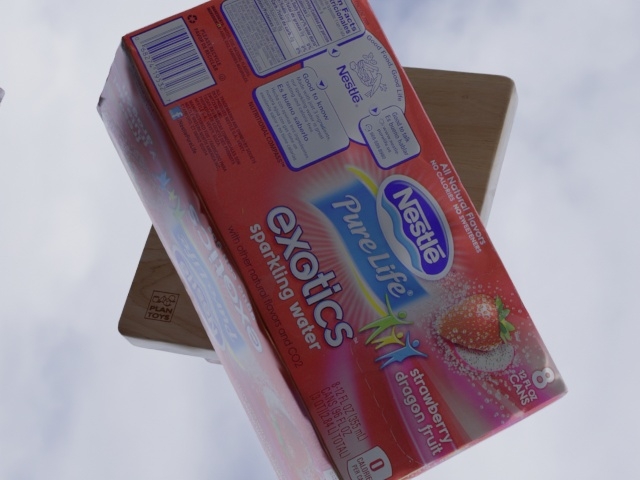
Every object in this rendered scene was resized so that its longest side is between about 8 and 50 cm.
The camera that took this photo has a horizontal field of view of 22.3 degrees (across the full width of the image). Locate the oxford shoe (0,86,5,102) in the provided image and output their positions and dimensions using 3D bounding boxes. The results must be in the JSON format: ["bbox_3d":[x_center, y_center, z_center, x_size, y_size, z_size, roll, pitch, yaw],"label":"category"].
[{"bbox_3d":[-0.404,-0.147,1.639,0.130,0.123,0.348,37,-13,-4],"label":"oxford shoe"}]

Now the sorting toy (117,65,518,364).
[{"bbox_3d":[0.008,-0.008,1.266,0.257,0.089,0.255,7,-114,21],"label":"sorting toy"}]

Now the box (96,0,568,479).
[{"bbox_3d":[0.000,0.000,0.988,0.300,0.154,0.142,62,-18,5],"label":"box"}]
